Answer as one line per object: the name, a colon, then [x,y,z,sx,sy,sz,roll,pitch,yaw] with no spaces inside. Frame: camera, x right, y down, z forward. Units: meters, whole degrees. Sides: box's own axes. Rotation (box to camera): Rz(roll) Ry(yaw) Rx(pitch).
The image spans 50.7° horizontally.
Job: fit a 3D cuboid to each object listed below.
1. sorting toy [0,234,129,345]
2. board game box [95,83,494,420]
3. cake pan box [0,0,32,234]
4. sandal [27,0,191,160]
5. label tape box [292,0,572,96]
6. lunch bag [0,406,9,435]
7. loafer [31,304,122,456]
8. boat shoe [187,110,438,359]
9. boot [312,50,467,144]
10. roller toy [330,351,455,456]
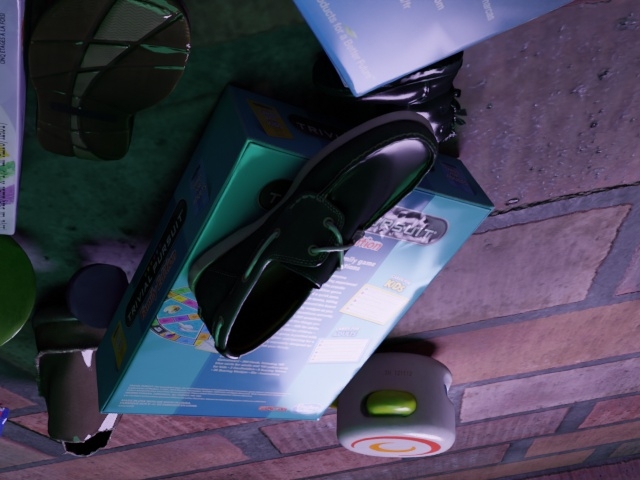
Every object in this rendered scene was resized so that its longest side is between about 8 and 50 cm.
sorting toy: [-0.377,0.043,0.657,0.366,0.127,0.126,5,177,-29]
board game box: [-0.037,0.042,0.649,0.254,0.079,0.336,12,127,-33]
cake pan box: [-0.318,-0.099,0.424,0.246,0.070,0.267,7,147,-23]
sandal: [-0.147,-0.116,0.459,0.090,0.060,0.219,10,160,-20]
label tape box: [0.110,-0.226,0.280,0.334,0.106,0.240,-20,150,17]
lunch bag: [-0.661,0.300,0.988,0.293,0.138,0.221,-7,155,15]
loafer: [-0.294,0.193,0.878,0.134,0.130,0.366,-1,150,-14]
boat shoe: [0.000,0.000,0.507,0.233,0.079,0.084,-40,134,16]
boot: [0.057,-0.110,0.535,0.121,0.045,0.099,-11,152,-1]
roller toy: [0.122,0.269,1.116,0.191,0.146,0.209,20,147,-27]
